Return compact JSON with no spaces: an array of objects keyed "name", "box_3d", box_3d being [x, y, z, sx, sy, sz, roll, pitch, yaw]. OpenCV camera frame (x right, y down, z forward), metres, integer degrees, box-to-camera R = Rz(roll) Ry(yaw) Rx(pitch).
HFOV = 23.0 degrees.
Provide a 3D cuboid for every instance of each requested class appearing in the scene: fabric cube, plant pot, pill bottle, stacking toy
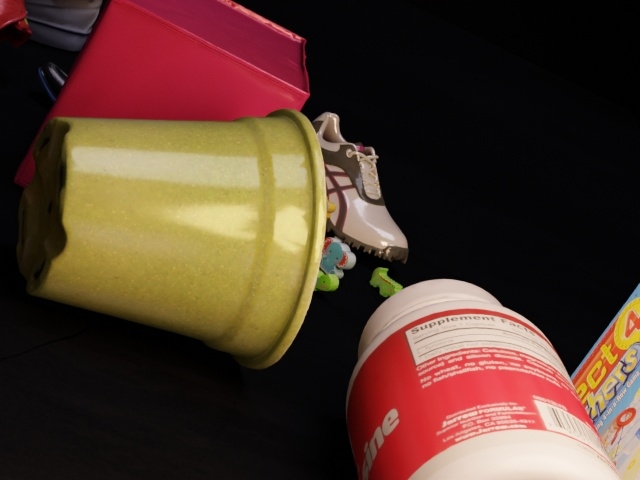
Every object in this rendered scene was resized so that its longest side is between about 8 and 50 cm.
[{"name":"fabric cube","box_3d":[-0.183,-0.159,1.887,0.254,0.258,0.259,26,19,-10]},{"name":"plant pot","box_3d":[-0.165,-0.019,1.600,0.254,0.276,0.276,9,26,-24]},{"name":"pill bottle","box_3d":[0.146,0.200,1.504,0.229,0.229,0.407,25,19,-17]},{"name":"stacking toy","box_3d":[0.000,0.000,2.080,0.167,0.052,0.221,6,31,-51]}]

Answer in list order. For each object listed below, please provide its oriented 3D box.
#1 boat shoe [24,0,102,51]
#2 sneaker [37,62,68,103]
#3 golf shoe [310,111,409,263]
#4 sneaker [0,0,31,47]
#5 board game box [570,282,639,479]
[{"name":"boat shoe","box_3d":[-0.451,-0.383,2.214,0.367,0.156,0.136,13,25,-43]},{"name":"sneaker","box_3d":[-0.286,-0.188,2.085,0.188,0.078,0.067,28,18,-6]},{"name":"golf shoe","box_3d":[0.042,-0.074,2.233,0.105,0.120,0.273,10,28,-50]},{"name":"sneaker","box_3d":[-0.425,-0.310,2.061,0.118,0.107,0.279,36,52,-15]},{"name":"board game box","box_3d":[0.308,0.237,1.527,0.086,0.308,0.302,27,18,-20]}]
